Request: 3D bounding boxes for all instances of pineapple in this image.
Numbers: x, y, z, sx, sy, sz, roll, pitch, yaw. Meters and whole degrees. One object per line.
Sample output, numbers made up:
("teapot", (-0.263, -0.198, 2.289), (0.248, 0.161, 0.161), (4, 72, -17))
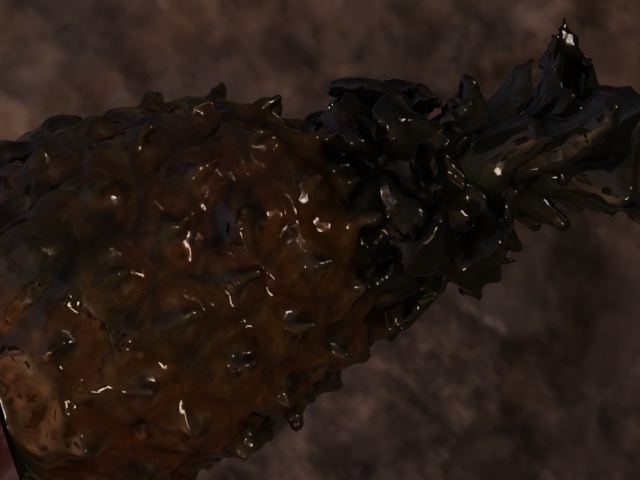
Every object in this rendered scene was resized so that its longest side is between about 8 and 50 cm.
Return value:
("pineapple", (0.000, 0.000, 0.519), (0.198, 0.108, 0.108), (-18, -160, -11))

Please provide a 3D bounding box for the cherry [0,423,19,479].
("cherry", (-0.153, 0.103, 0.766), (0.239, 0.206, 0.239), (-178, -90, -71))
